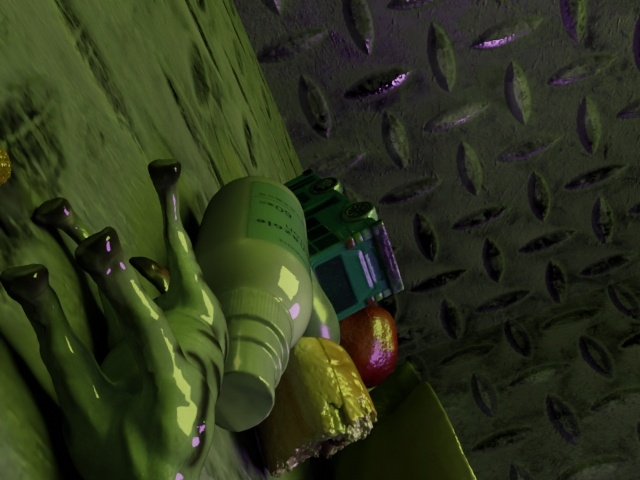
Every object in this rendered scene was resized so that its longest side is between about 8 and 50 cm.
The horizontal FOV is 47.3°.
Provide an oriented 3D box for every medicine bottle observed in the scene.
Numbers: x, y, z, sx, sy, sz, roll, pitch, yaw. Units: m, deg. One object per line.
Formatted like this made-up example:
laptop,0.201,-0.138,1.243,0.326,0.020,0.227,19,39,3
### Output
medicine bottle,-0.061,0.042,0.626,0.352,0.110,0.110,-100,169,-69

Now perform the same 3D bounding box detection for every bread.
bread,-0.010,0.148,0.668,0.125,0.082,0.106,-46,-129,48

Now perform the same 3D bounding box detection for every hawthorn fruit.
hawthorn fruit,0.062,0.204,1.301,0.157,0.157,0.193,52,36,-77

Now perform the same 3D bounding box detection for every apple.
apple,0.157,0.336,0.921,0.312,0.320,0.360,-34,101,-46

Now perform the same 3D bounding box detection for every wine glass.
wine glass,-0.018,0.120,0.935,0.093,0.093,0.202,-101,171,-66

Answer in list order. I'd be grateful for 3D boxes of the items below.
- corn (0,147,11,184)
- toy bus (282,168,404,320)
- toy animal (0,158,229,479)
corn,-0.158,-0.034,0.312,0.083,0.027,0.028,-8,86,-88
toy bus,0.000,0.000,1.072,0.256,0.147,0.128,43,-23,58
toy animal,-0.091,0.066,0.359,0.255,0.090,0.169,-102,175,-50
